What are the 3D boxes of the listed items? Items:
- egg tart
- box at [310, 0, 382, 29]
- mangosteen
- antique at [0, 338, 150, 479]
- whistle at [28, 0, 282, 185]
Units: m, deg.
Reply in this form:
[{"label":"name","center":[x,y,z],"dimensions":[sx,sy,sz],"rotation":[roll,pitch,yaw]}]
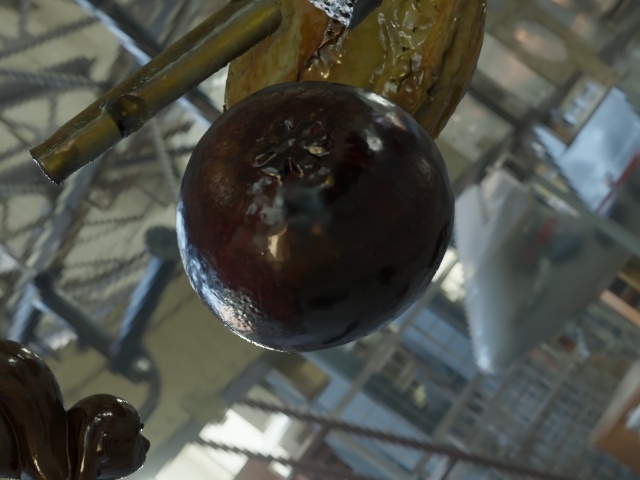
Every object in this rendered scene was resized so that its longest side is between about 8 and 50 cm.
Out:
[{"label":"egg tart","center":[0.008,-0.213,1.778],"dimensions":[0.443,0.178,0.443],"rotation":[-39,35,35]},{"label":"box","center":[0.056,-0.293,0.949],"dimensions":[0.273,0.143,0.184],"rotation":[-49,-10,-35]},{"label":"mangosteen","center":[0.000,0.000,1.266],"dimensions":[0.235,0.235,0.261],"rotation":[-51,-29,-24]},{"label":"antique","center":[-0.320,0.208,1.722],"dimensions":[0.143,0.257,0.121],"rotation":[-63,7,8]},{"label":"whistle","center":[-0.184,-0.177,1.685],"dimensions":[0.326,0.057,0.068],"rotation":[-37,29,-1]}]
